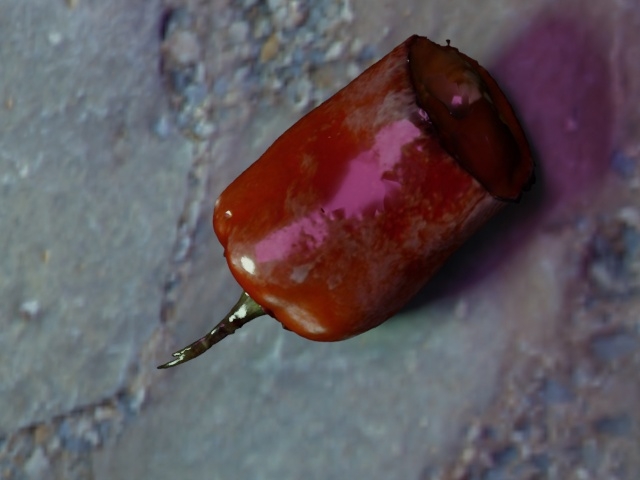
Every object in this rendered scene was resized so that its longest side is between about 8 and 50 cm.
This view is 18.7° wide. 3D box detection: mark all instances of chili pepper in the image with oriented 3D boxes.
[{"bbox_3d":[0.000,0.000,0.826,0.192,0.084,0.086,-40,25,17],"label":"chili pepper"}]
